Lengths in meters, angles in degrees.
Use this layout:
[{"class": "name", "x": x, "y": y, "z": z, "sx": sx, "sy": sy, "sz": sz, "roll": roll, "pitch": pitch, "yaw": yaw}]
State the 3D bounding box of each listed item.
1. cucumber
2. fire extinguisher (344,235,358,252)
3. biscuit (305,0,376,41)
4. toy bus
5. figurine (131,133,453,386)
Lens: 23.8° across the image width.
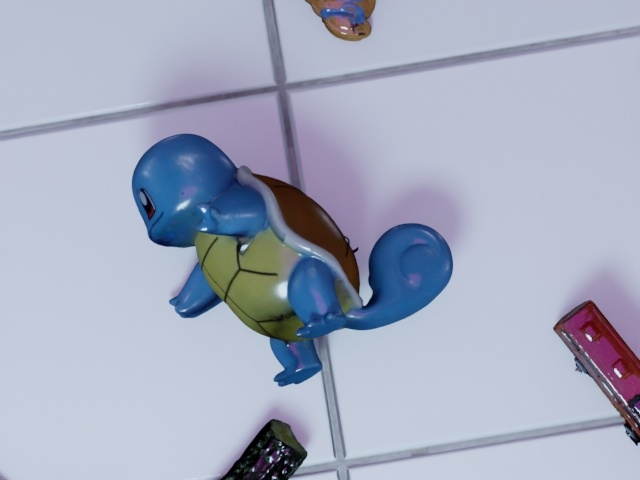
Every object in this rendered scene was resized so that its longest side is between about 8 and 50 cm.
[{"class": "cucumber", "x": -0.131, "y": 0.354, "z": 1.911, "sx": 0.072, "sy": 0.072, "sz": 0.300, "roll": 41, "pitch": 88, "yaw": 7}, {"class": "fire extinguisher", "x": 0.000, "y": 0.002, "z": 1.980, "sx": 0.100, "sy": 0.032, "sz": 0.046, "roll": 3, "pitch": 48, "yaw": 3}, {"class": "biscuit", "x": 0.019, "y": -0.401, "z": 2.030, "sx": 0.183, "sy": 0.043, "sz": 0.280, "roll": -11, "pitch": 85, "yaw": -3}, {"class": "toy bus", "x": 0.385, "y": 0.182, "z": 1.904, "sx": 0.073, "sy": 0.096, "sz": 0.235, "roll": -37, "pitch": 81, "yaw": -1}, {"class": "figurine", "x": -0.053, "y": 0.027, "z": 1.862, "sx": 0.416, "sy": 0.298, "sz": 0.243, "roll": 21, "pitch": 71, "yaw": 1}]
